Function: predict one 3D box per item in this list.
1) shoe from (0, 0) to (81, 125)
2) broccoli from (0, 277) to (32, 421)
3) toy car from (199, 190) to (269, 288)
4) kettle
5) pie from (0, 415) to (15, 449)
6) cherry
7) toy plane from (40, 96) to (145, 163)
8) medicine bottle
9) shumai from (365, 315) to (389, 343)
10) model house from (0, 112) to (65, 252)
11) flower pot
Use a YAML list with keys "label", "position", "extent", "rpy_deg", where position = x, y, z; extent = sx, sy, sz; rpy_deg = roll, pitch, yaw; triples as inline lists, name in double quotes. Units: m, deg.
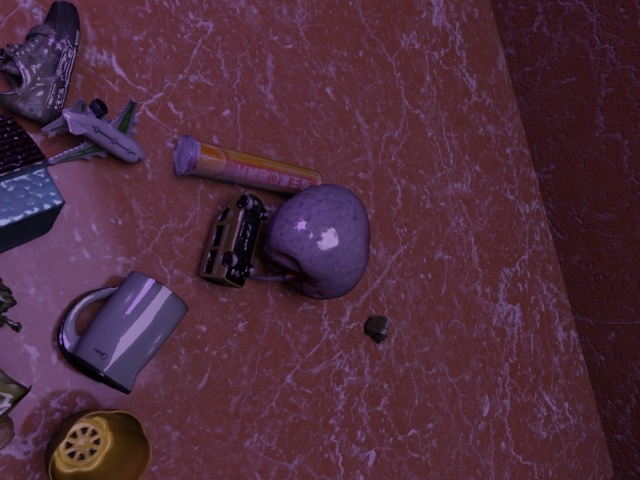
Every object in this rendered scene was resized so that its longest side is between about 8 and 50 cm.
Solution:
- label: "shoe"
  position: [-0.625, -0.404, 1.097]
  extent: [0.149, 0.109, 0.293]
  rpy_deg: [11, 81, -45]
- label: "broccoli"
  position: [-0.675, 0.212, 0.838]
  extent: [0.277, 0.317, 0.338]
  rpy_deg: [-51, 159, 5]
- label: "toy car"
  position: [-0.231, -0.005, 1.344]
  extent: [0.101, 0.124, 0.257]
  rpy_deg: [39, 59, -54]
- label: "kettle"
  position: [-0.456, 0.195, 1.136]
  extent: [0.221, 0.161, 0.237]
  rpy_deg: [32, 64, 0]
- label: "pie"
  position: [-0.671, 0.374, 0.911]
  extent: [0.205, 0.178, 0.084]
  rpy_deg: [-31, 108, -43]
- label: "cherry"
  position: [-0.007, -0.007, 1.418]
  extent: [0.326, 0.291, 0.335]
  rpy_deg: [23, 81, -51]
- label: "toy plane"
  position: [-0.495, -0.246, 1.162]
  extent: [0.101, 0.251, 0.255]
  rpy_deg: [63, 13, 19]
- label: "medicine bottle"
  position: [-0.188, -0.198, 1.422]
  extent: [0.425, 0.108, 0.108]
  rpy_deg: [7, 79, -38]
- label: "shumai"
  position: [0.197, 0.298, 1.688]
  extent: [0.083, 0.082, 0.080]
  rpy_deg: [-35, 146, -7]
- label: "model house"
  position: [-0.685, -0.099, 0.958]
  extent: [0.280, 0.230, 0.249]
  rpy_deg: [-32, 94, -40]
- label: "flower pot"
  position: [-0.478, 0.440, 1.052]
  extent: [0.195, 0.179, 0.195]
  rpy_deg: [8, 78, -39]
